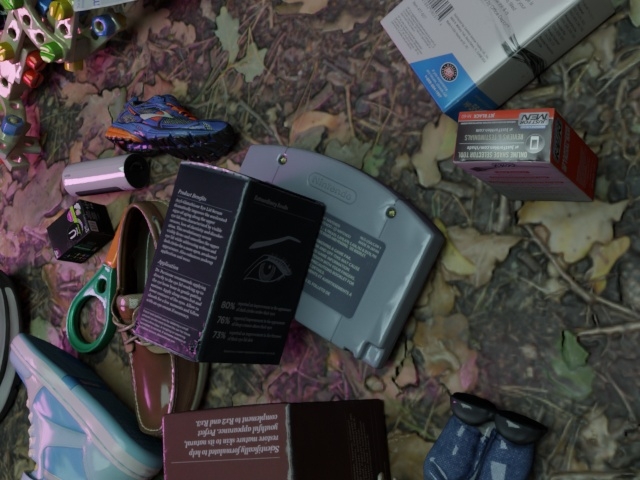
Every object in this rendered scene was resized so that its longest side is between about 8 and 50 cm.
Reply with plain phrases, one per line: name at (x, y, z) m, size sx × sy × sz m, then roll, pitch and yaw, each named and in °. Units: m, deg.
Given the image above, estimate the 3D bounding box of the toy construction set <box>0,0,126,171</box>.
toy construction set at (-0.467, -0.282, 1.246) m, size 0.215 × 0.151 × 0.328 m, roll 39°, pitch 112°, yaw 6°

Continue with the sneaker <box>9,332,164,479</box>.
sneaker at (-0.381, 0.283, 1.070) m, size 0.319 × 0.127 × 0.208 m, roll 34°, pitch 86°, yaw 33°

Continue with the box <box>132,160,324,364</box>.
box at (-0.101, 0.029, 0.883) m, size 0.108 × 0.153 × 0.207 m, roll 16°, pitch 89°, yaw 34°

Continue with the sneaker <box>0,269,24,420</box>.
sneaker at (-0.635, 0.247, 1.179) m, size 0.169 × 0.257 × 0.448 m, roll 20°, pitch 92°, yaw 33°

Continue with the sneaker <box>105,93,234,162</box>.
sneaker at (-0.215, -0.169, 1.096) m, size 0.221 × 0.083 × 0.087 m, roll 10°, pitch 78°, yaw 29°

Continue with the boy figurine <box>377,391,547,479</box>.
boy figurine at (0.128, 0.301, 0.787) m, size 0.177 × 0.092 × 0.285 m, roll 22°, pitch 91°, yaw 25°

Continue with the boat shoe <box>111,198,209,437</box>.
boat shoe at (-0.229, 0.100, 1.032) m, size 0.123 × 0.116 × 0.325 m, roll -11°, pitch 76°, yaw 30°

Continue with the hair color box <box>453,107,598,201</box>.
hair color box at (0.207, -0.080, 0.758) m, size 0.093 × 0.167 × 0.054 m, roll 4°, pitch 84°, yaw 32°

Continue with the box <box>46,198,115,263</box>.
box at (-0.368, -0.013, 1.178) m, size 0.083 × 0.052 × 0.062 m, roll -35°, pitch 65°, yaw 23°

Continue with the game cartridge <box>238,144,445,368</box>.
game cartridge at (0.000, 0.000, 0.945) m, size 0.297 × 0.062 × 0.198 m, roll 29°, pitch 93°, yaw 33°

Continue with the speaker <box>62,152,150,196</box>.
speaker at (-0.325, -0.099, 1.165) m, size 0.136 × 0.055 × 0.055 m, roll -4°, pitch 79°, yaw 31°

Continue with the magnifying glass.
magnifying glass at (-0.321, 0.060, 1.153) m, size 0.092 × 0.026 × 0.231 m, roll 27°, pitch 95°, yaw 33°

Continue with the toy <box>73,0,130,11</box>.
toy at (-0.254, -0.423, 1.118) m, size 0.237 × 0.056 × 0.137 m, roll -9°, pitch 67°, yaw 2°

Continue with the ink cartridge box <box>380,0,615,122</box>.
ink cartridge box at (0.192, -0.246, 0.846) m, size 0.203 × 0.086 × 0.148 m, roll -38°, pitch 63°, yaw 20°

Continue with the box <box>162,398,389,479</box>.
box at (-0.041, 0.262, 0.834) m, size 0.168 × 0.203 × 0.167 m, roll -11°, pitch 75°, yaw 30°
